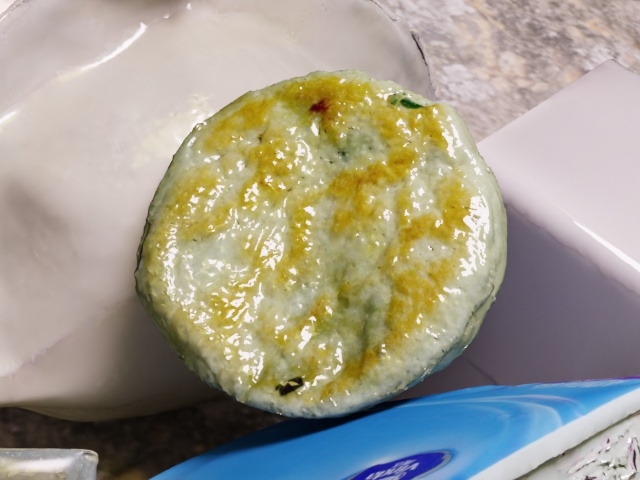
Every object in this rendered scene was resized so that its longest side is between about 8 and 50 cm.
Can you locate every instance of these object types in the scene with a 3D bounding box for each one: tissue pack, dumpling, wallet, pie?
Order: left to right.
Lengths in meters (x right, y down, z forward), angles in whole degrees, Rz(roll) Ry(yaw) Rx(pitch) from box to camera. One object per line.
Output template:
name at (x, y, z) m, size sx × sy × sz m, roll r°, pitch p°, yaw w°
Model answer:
wallet at (-0.192, 0.128, 0.884) m, size 0.155 × 0.110 × 0.039 m, roll 4°, pitch 70°, yaw -14°
dumpling at (-0.085, -0.034, 0.976) m, size 0.341 × 0.260 × 0.181 m, roll -3°, pitch 17°, yaw -4°
pie at (0.000, 0.000, 0.856) m, size 0.186 × 0.041 × 0.187 m, roll -5°, pitch 66°, yaw 12°
tissue pack at (0.039, 0.153, 0.800) m, size 0.198 × 0.263 × 0.146 m, roll -21°, pitch 96°, yaw -35°
tissue pack at (0.140, 0.049, 0.974) m, size 0.136 × 0.246 × 0.159 m, roll 37°, pitch 46°, yaw 21°

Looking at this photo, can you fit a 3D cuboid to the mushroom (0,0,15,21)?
mushroom at (-0.157, -0.101, 1.086) m, size 0.162 × 0.173 × 0.236 m, roll 29°, pitch 43°, yaw 9°
